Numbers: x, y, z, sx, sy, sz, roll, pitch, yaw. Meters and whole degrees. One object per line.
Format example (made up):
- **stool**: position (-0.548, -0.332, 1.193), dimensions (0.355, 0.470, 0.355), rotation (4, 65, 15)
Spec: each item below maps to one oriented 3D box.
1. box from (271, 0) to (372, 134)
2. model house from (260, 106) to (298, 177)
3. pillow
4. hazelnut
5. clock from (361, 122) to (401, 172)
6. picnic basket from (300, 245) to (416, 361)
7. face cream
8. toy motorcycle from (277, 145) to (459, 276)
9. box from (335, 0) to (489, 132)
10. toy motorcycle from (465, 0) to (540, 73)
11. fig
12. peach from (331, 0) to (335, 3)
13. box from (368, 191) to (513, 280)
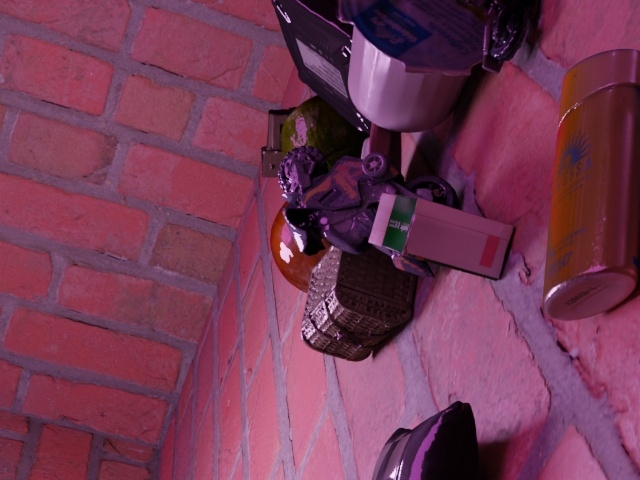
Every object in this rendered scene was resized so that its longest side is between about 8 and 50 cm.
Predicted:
- **box**: position (0.025, -0.344, 2.101), dimensions (0.073, 0.290, 0.289), rotation (-39, -35, -12)
- **model house**: position (-0.029, -0.165, 2.501), dimensions (0.211, 0.204, 0.243), rotation (-118, 29, -74)
- **pillow**: position (0.116, 0.295, 1.325), dimensions (0.250, 0.106, 0.186), rotation (127, 158, -71)
- **hazelnut**: position (0.000, 0.000, 2.133), dimensions (0.214, 0.176, 0.214), rotation (14, 107, 57)
- **clock**: position (0.098, -0.106, 1.887), dimensions (0.244, 0.056, 0.244), rotation (3, -90, -80)
- **picnic basket**: position (0.059, 0.095, 1.811), dimensions (0.196, 0.134, 0.154), rotation (128, 159, -60)
- **face cream**: position (0.282, -0.068, 1.148), dimensions (0.139, 0.067, 0.285), rotation (133, 152, -60)
- **toy motorcycle**: position (0.055, -0.044, 1.702), dimensions (0.173, 0.307, 0.108), rotation (-68, -27, -12)
- **box**: position (0.155, -0.311, 1.765), dimensions (0.291, 0.262, 0.206), rotation (-41, -18, -30)
- **toy motorcycle**: position (0.255, -0.328, 1.599), dimensions (0.122, 0.082, 0.213), rotation (126, 159, -56)
- **fig**: position (0.035, -0.170, 2.261), dimensions (0.235, 0.203, 0.203), rotation (55, 133, 41)
- **peach**: position (0.120, -0.478, 2.102), dimensions (0.252, 0.252, 0.252), rotation (-163, 90, -79)
- **box**: position (0.155, -0.008, 1.494), dimensions (0.199, 0.135, 0.081), rotation (-147, 73, -79)
